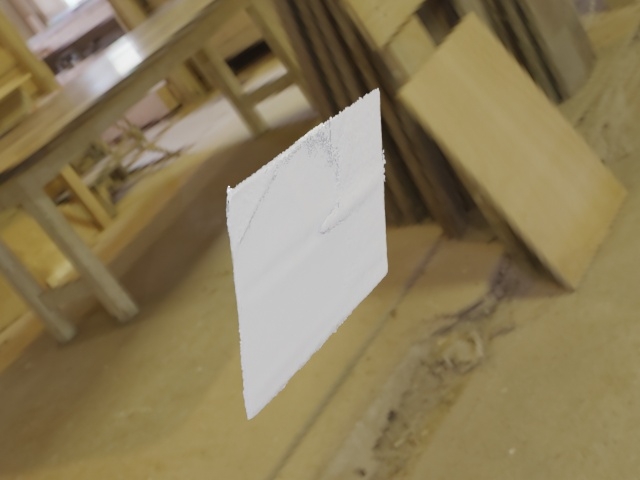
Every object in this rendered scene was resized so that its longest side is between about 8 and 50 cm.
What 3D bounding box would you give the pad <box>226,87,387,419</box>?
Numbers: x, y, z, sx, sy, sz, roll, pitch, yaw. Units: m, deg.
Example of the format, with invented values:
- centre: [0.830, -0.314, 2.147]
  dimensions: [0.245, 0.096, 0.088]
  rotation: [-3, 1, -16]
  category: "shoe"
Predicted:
- centre: [0.000, 0.000, 0.758]
  dimensions: [0.004, 0.156, 0.232]
  rotation: [7, 25, 25]
  category: "pad"
